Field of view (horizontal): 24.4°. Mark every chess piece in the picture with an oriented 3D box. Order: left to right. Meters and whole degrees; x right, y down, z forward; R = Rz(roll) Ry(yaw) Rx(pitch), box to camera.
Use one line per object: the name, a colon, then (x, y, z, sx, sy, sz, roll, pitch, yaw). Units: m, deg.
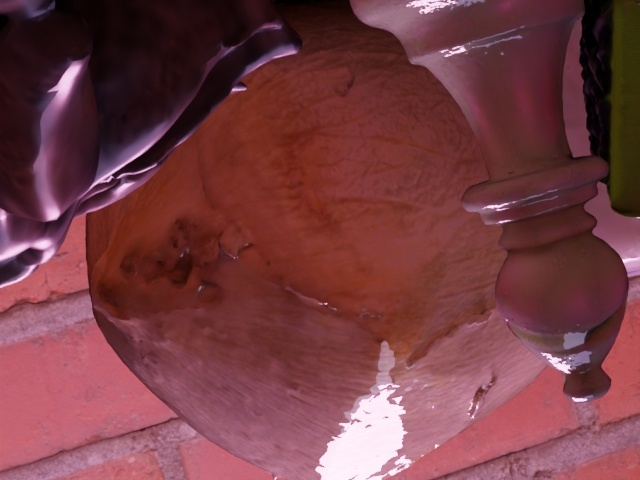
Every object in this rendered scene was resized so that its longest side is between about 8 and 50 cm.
chess piece: (0.109, -0.047, 0.774, 0.139, 0.271, 0.139, -16, -178, 1)

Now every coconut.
coconut: (0.000, 0.000, 1.051, 0.360, 0.346, 0.346, -27, -170, -35)

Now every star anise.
star anise: (-0.130, -0.054, 0.546, 0.359, 0.139, 0.316, -31, -176, -3)

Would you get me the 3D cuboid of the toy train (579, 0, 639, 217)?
toy train: (0.287, -0.115, 0.914, 0.249, 0.173, 0.307, 1, -155, 8)

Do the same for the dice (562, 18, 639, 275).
dice: (0.300, -0.111, 1.332, 0.304, 0.276, 0.304, -14, 176, 32)
